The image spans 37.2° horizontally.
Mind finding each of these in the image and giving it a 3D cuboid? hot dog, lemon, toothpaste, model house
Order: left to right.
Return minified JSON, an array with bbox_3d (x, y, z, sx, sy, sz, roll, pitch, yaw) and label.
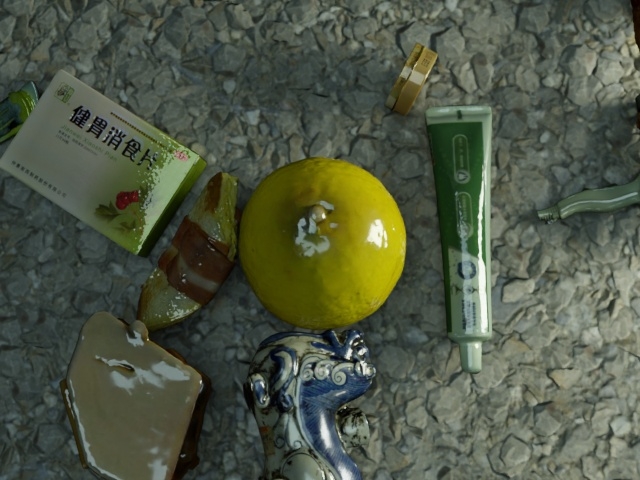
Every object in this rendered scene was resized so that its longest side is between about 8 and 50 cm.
[{"bbox_3d":[-0.253,0.238,1.297,0.199,0.229,0.220,26,68,4],"label":"model house"},{"bbox_3d":[-0.171,0.029,1.370,0.093,0.123,0.262,27,104,-27],"label":"hot dog"},{"bbox_3d":[0.000,0.000,1.306,0.240,0.219,0.241,-1,79,6],"label":"lemon"},{"bbox_3d":[0.207,-0.005,1.370,0.098,0.061,0.392,-2,80,5],"label":"toothpaste"}]

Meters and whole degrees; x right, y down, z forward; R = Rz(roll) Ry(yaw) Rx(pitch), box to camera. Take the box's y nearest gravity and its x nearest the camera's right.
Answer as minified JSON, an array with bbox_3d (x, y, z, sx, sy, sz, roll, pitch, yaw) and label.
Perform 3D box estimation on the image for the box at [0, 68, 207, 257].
[{"bbox_3d":[-0.326,-0.115,1.426,0.260,0.062,0.175,32,87,8],"label":"box"}]

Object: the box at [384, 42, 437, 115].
[{"bbox_3d":[0.131,-0.233,1.378,0.037,0.105,0.106,28,87,0],"label":"box"}]

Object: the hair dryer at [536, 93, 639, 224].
[{"bbox_3d":[0.441,-0.113,1.365,0.224,0.088,0.219,9,77,21],"label":"hair dryer"}]

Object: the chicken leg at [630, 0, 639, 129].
[{"bbox_3d":[0.519,-0.333,1.352,0.158,0.096,0.407,27,80,18],"label":"chicken leg"}]

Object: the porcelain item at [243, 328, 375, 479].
[{"bbox_3d":[-0.004,0.267,1.330,0.186,0.138,0.288,-9,78,-13],"label":"porcelain item"}]

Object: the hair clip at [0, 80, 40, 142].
[{"bbox_3d":[-0.503,-0.175,1.464,0.188,0.033,0.060,-28,88,10],"label":"hair clip"}]
